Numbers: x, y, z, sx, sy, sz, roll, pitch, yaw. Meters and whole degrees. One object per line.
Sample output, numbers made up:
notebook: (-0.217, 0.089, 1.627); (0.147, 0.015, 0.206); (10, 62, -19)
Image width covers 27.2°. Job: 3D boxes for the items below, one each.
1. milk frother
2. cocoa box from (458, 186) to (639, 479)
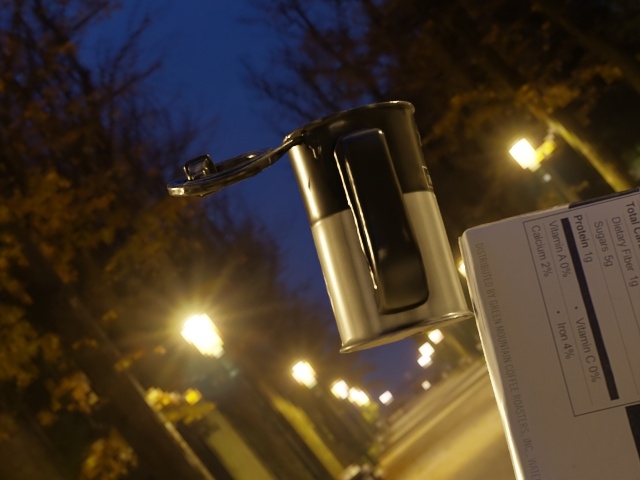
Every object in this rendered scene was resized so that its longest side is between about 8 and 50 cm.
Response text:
milk frother: (0.000, 0.000, 0.777); (0.143, 0.135, 0.129); (-18, -9, 16)
cocoa box: (0.232, 0.130, 0.763); (0.227, 0.232, 0.347); (-14, -26, 7)
